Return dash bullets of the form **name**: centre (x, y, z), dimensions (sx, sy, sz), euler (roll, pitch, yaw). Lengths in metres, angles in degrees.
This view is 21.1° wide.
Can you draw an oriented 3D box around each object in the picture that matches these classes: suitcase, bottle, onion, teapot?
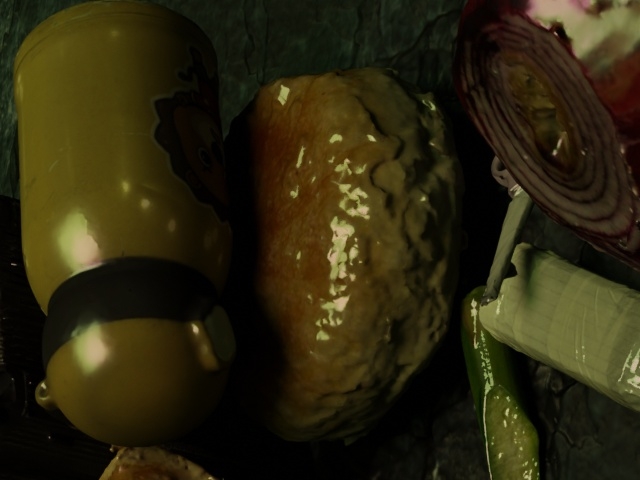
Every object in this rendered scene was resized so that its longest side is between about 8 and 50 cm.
- **suitcase**: centre (-0.192, 0.115, 1.470), dimensions (0.152, 0.335, 0.230), euler (-38, 47, 35)
- **bottle**: centre (-0.149, -0.005, 1.346), dimensions (0.171, 0.171, 0.351), euler (-43, 45, 41)
- **onion**: centre (0.238, -0.101, 0.946), dimensions (0.260, 0.282, 0.337), euler (53, 150, 13)
- **teapot**: centre (0.205, 0.053, 1.152), dimensions (0.107, 0.077, 0.200), euler (-59, 35, -2)

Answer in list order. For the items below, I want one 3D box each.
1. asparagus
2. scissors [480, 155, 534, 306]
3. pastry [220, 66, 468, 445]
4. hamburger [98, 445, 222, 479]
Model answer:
- **asparagus**: centre (0.132, 0.120, 1.264), dimensions (0.045, 0.041, 0.178), euler (-34, 55, 40)
- **scissors**: centre (0.146, -0.027, 1.217), dimensions (0.110, 0.021, 0.212), euler (-34, 25, 44)
- **pastry**: centre (0.000, 0.000, 1.386), dimensions (0.329, 0.136, 0.330), euler (-28, 58, 57)
- **hamburger**: centre (-0.070, 0.325, 1.333), dimensions (0.162, 0.330, 0.209), euler (-53, -9, -40)
